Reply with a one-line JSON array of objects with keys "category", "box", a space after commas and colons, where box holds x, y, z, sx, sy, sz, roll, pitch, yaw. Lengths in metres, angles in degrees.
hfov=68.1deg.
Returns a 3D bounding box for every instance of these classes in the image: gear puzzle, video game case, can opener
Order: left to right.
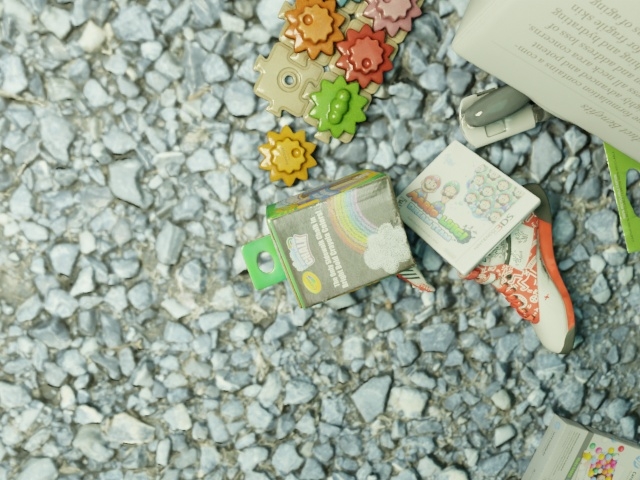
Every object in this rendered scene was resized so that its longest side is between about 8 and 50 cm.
[{"category": "gear puzzle", "box": [0.002, -0.235, 0.655, 0.175, 0.044, 0.339, 27, 96, -11]}, {"category": "video game case", "box": [0.199, -0.051, 0.676, 0.143, 0.019, 0.157, -45, 59, 3]}, {"category": "can opener", "box": [0.334, -0.208, 0.673, 0.283, 0.095, 0.076, -20, 102, -3]}]

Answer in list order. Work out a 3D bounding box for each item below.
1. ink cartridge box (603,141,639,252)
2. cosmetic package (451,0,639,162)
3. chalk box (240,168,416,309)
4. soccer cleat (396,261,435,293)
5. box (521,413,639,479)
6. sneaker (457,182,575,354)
[{"category": "ink cartridge box", "box": [0.587, -0.092, 0.707, 0.255, 0.097, 0.189, -11, 89, -5]}, {"category": "cosmetic package", "box": [0.407, -0.332, 0.468, 0.329, 0.393, 0.328, 26, 78, -10]}, {"category": "chalk box", "box": [0.000, 0.000, 0.657, 0.212, 0.132, 0.133, -20, 103, -2]}, {"category": "soccer cleat", "box": [0.146, 0.053, 0.735, 0.083, 0.029, 0.036, 29, 100, -6]}, {"category": "box", "box": [0.466, 0.402, 0.832, 0.186, 0.038, 0.145, 22, 98, -11]}, {"category": "sneaker", "box": [0.284, 0.059, 0.723, 0.144, 0.090, 0.270, -16, 98, -3]}]
